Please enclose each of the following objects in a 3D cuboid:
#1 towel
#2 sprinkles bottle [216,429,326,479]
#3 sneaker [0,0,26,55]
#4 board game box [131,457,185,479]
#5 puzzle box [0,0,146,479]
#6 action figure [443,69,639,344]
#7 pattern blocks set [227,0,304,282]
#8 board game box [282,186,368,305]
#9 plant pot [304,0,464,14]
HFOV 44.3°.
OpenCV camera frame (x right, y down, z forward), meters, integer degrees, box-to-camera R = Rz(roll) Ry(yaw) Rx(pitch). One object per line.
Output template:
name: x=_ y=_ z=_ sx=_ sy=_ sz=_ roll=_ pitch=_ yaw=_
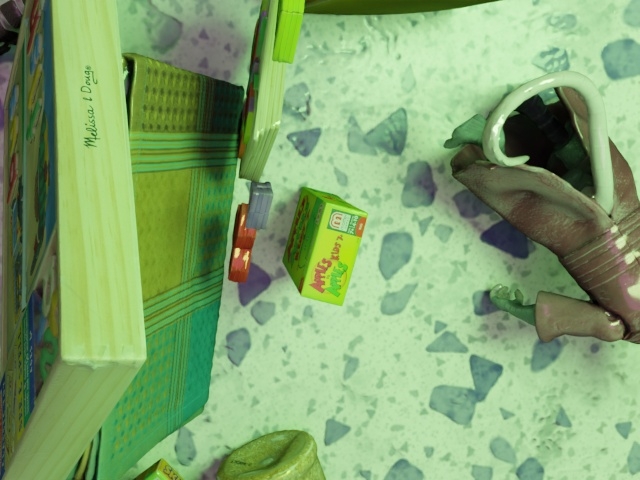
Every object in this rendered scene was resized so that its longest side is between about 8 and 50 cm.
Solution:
towel: x=-0.150 y=0.021 z=0.762 sx=0.040 sy=0.271 sz=0.370 roll=9 pitch=97 yaw=13
sprinkles bottle: x=-0.006 y=0.400 z=0.909 sx=0.121 sy=0.121 sz=0.355 roll=-20 pitch=101 yaw=-5
sneaker: x=-0.337 y=-0.270 z=0.766 sx=0.281 sy=0.106 sz=0.162 roll=-30 pitch=99 yaw=-2
board game box: x=-0.234 y=0.364 z=0.890 sx=0.259 sy=0.039 sz=0.124 roll=-38 pitch=102 yaw=10
puzzle box: x=-0.217 y=-0.035 z=0.639 sx=0.052 sy=0.272 sz=0.408 roll=4 pitch=56 yaw=-27
action figure: x=0.312 y=-0.009 z=0.828 sx=0.248 sy=0.276 sz=0.370 roll=-35 pitch=88 yaw=-8
pattern blocks set: x=-0.053 y=-0.151 z=0.739 sx=0.026 sy=0.285 sz=0.324 roll=8 pitch=63 yaw=-10
board game box: x=0.000 y=0.000 z=0.815 sx=0.043 sy=0.181 sz=0.092 roll=14 pitch=96 yaw=-10
plant pot: x=0.103 y=-0.325 z=0.780 sx=0.187 sy=0.212 sz=0.212 roll=5 pitch=98 yaw=-23
